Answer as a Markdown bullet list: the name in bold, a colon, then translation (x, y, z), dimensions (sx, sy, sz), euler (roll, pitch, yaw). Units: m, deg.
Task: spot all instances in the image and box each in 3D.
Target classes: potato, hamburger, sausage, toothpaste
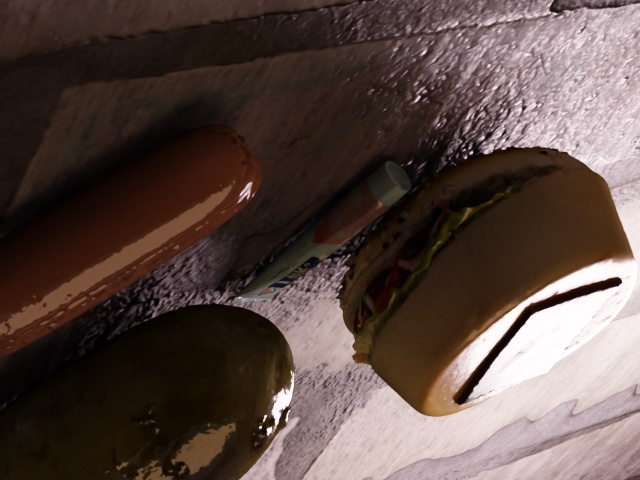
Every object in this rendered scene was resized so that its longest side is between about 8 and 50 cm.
- **potato**: translation (-0.160, 0.173, 1.747), dimensions (0.307, 0.173, 0.210), euler (-32, 155, 6)
- **hamburger**: translation (0.157, 0.032, 1.853), dimensions (0.300, 0.176, 0.300), euler (-27, 155, -14)
- **sausage**: translation (-0.176, 0.003, 1.503), dimensions (0.289, 0.086, 0.086), euler (-30, 156, -1)
- **toothpaste**: translation (0.000, 0.000, 1.780), dimensions (0.205, 0.036, 0.056), euler (-40, 155, 26)
